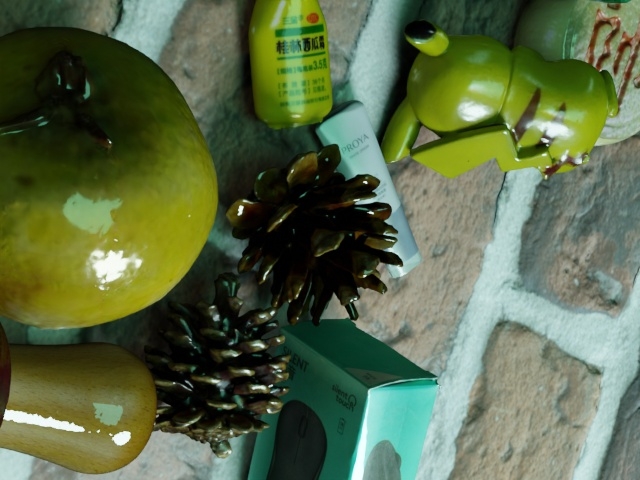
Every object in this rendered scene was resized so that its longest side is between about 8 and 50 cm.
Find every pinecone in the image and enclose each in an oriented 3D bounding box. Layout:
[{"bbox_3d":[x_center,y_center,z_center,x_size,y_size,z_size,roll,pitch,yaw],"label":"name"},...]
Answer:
[{"bbox_3d":[-0.127,0.149,1.647,0.168,0.186,0.212,64,30,-57],"label":"pinecone"},{"bbox_3d":[0.001,0.002,1.707,0.229,0.202,0.201,16,49,-52],"label":"pinecone"}]

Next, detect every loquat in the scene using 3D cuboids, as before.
[{"bbox_3d":[-0.274,-0.049,1.436,0.328,0.328,0.359,-30,157,-30],"label":"loquat"}]

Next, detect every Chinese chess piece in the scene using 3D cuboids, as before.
[{"bbox_3d":[0.409,-0.276,2.025,0.270,0.112,0.270,-6,100,-36],"label":"Chinese chess piece"}]

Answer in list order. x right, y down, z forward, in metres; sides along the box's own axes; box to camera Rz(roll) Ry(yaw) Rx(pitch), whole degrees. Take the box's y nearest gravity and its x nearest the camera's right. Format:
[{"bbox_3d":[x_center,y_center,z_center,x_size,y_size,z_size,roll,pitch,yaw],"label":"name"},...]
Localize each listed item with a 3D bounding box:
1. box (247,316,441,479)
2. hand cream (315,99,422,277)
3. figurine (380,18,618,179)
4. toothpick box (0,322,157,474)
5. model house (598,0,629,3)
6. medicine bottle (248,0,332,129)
[{"bbox_3d":[0.015,0.279,1.726,0.118,0.205,0.311,0,110,-40],"label":"box"},{"bbox_3d":[0.069,-0.068,1.838,0.079,0.048,0.255,-37,117,-25],"label":"hand cream"},{"bbox_3d":[0.234,-0.181,1.856,0.327,0.169,0.218,17,123,-8],"label":"figurine"},{"bbox_3d":[-0.334,0.174,1.492,0.294,0.192,0.192,17,87,-44],"label":"toothpick box"},{"bbox_3d":[0.370,-0.510,1.876,0.280,0.230,0.249,-51,131,-21],"label":"model house"},{"bbox_3d":[-0.043,-0.297,1.699,0.111,0.076,0.309,-13,105,-36],"label":"medicine bottle"}]
